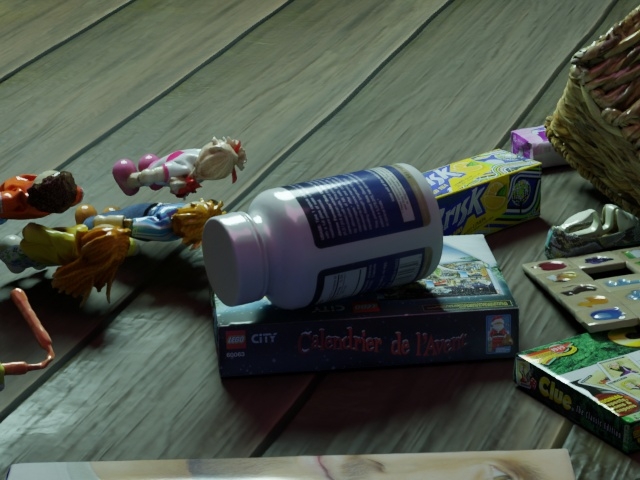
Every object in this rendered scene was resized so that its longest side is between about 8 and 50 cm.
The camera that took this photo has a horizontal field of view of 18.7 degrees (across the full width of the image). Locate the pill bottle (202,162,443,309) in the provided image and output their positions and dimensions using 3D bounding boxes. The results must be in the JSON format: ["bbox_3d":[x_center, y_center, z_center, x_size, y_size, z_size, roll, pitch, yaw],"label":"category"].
[{"bbox_3d":[0.000,0.000,1.485,0.169,0.094,0.094,-12,24,-25],"label":"pill bottle"}]

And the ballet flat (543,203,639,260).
[{"bbox_3d":[0.245,-0.010,1.690,0.114,0.041,0.041,-13,25,-27],"label":"ballet flat"}]

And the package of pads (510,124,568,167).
[{"bbox_3d":[0.233,-0.094,1.905,0.083,0.032,0.050,-9,22,-19],"label":"package of pads"}]

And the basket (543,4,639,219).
[{"bbox_3d":[0.381,-0.137,1.749,0.299,0.213,0.223,-38,-10,-8],"label":"basket"}]

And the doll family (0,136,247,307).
[{"bbox_3d":[-0.165,-0.013,1.644,0.263,0.118,0.163,-14,6,-38],"label":"doll family"}]

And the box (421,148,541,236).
[{"bbox_3d":[0.118,-0.032,1.733,0.169,0.054,0.059,-19,28,-35],"label":"box"}]

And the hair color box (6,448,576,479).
[{"bbox_3d":[-0.016,0.204,1.093,0.339,0.110,0.185,0,21,-1],"label":"hair color box"}]

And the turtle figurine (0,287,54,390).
[{"bbox_3d":[-0.345,0.092,1.415,0.269,0.087,0.217,22,39,28],"label":"turtle figurine"}]

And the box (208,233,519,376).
[{"bbox_3d":[0.030,0.049,1.550,0.233,0.044,0.159,-3,22,-4],"label":"box"}]

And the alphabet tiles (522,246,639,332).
[{"bbox_3d":[0.287,0.036,1.555,0.198,0.009,0.237,-8,15,-8],"label":"alphabet tiles"}]

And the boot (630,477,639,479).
[{"bbox_3d":[0.282,0.167,1.215,0.198,0.077,0.137,13,21,30],"label":"boot"}]

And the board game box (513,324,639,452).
[{"bbox_3d":[0.288,0.089,1.460,0.260,0.030,0.136,-14,23,-29],"label":"board game box"}]
